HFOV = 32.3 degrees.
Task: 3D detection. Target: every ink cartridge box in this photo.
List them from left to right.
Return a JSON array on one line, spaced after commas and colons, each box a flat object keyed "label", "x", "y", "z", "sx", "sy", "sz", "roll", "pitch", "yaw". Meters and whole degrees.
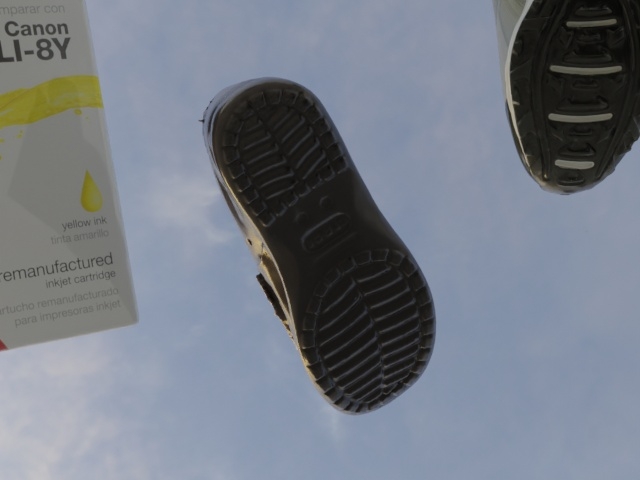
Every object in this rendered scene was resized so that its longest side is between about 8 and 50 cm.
[{"label": "ink cartridge box", "x": -0.354, "y": -0.082, "z": 1.046, "sx": 0.279, "sy": 0.160, "sz": 0.384, "roll": -10, "pitch": -90, "yaw": -29}]

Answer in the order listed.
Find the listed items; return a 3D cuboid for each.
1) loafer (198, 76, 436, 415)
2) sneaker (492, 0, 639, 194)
[{"label": "loafer", "x": 0.000, "y": 0.000, "z": 1.002, "sx": 0.134, "sy": 0.130, "sz": 0.365, "roll": -27, "pitch": -59, "yaw": -10}, {"label": "sneaker", "x": 0.164, "y": -0.161, "z": 0.756, "sx": 0.100, "sy": 0.108, "sz": 0.271, "roll": 0, "pitch": -102, "yaw": -6}]
